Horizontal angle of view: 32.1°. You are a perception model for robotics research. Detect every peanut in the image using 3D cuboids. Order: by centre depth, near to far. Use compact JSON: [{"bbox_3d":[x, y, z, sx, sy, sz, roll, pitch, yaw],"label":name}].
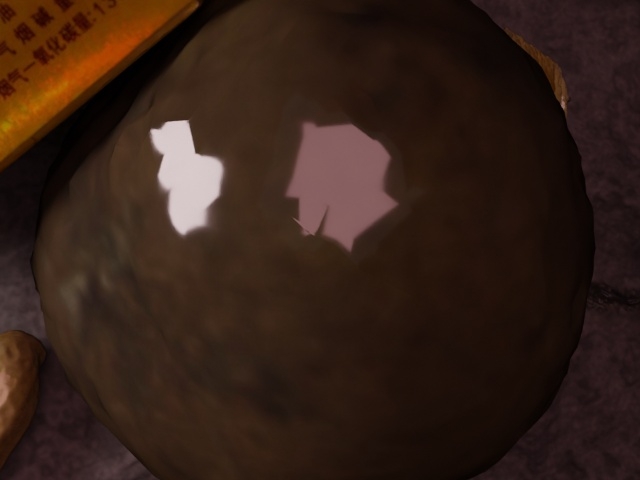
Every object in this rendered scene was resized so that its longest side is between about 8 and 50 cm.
[{"bbox_3d":[-0.294,0.156,0.952,0.080,0.080,0.174,28,78,-3],"label":"peanut"}]

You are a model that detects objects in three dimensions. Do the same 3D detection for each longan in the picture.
[{"bbox_3d":[0.004,0.006,0.835,0.404,0.436,0.404,22,55,-34],"label":"longan"}]

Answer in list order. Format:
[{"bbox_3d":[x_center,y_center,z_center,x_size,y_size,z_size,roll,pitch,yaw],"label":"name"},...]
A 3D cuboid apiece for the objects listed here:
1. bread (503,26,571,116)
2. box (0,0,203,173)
[{"bbox_3d":[0.137,-0.119,1.050,0.160,0.169,0.140,-2,81,34],"label":"bread"},{"bbox_3d":[-0.262,-0.116,0.818,0.415,0.264,0.116,-35,112,17],"label":"box"}]
